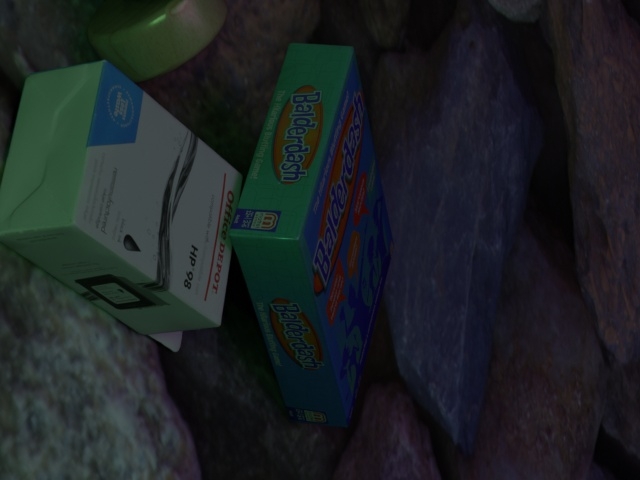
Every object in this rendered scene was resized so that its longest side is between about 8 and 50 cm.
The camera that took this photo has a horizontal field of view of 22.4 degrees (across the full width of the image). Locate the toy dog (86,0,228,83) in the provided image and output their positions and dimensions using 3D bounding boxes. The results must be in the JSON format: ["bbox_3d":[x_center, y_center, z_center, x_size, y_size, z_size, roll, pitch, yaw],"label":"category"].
[{"bbox_3d":[-0.054,-0.252,0.980,0.220,0.161,0.333,46,45,-46],"label":"toy dog"}]

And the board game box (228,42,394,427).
[{"bbox_3d":[0.000,0.000,1.063,0.210,0.047,0.160,74,25,-51],"label":"board game box"}]

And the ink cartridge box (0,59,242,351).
[{"bbox_3d":[-0.103,-0.014,0.937,0.180,0.060,0.104,40,50,-50],"label":"ink cartridge box"}]
